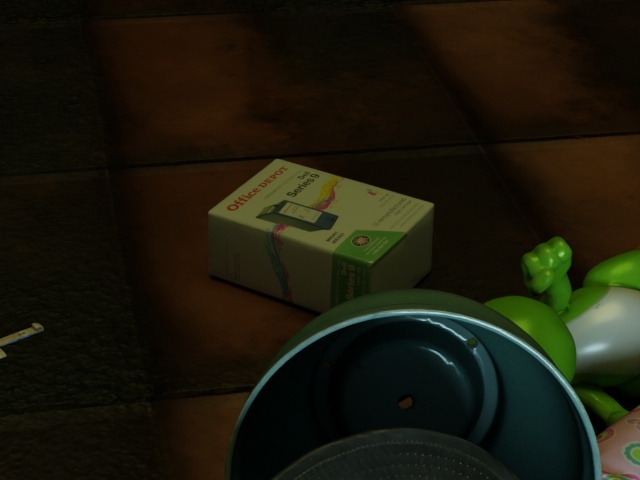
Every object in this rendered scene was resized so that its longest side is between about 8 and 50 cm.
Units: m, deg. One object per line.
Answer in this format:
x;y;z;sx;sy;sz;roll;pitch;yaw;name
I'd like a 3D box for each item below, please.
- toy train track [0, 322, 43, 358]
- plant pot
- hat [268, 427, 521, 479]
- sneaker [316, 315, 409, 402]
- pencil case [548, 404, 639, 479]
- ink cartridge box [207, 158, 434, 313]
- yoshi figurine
-0.328;0.100;1.595;0.083;0.014;0.048;-20;37;-34;toy train track
0.074;0.162;1.274;0.293;0.293;0.196;3;18;1;plant pot
0.027;0.302;1.125;0.331;0.331;0.134;-14;-5;-26;hat
0.034;0.109;1.432;0.083;0.222;0.118;40;17;-23;sneaker
0.322;0.198;1.363;0.284;0.124;0.124;-23;39;-38;pencil case
0.000;0.000;1.711;0.212;0.093;0.154;16;34;26;ink cartridge box
0.256;0.097;1.470;0.362;0.203;0.203;-17;42;-24;yoshi figurine
